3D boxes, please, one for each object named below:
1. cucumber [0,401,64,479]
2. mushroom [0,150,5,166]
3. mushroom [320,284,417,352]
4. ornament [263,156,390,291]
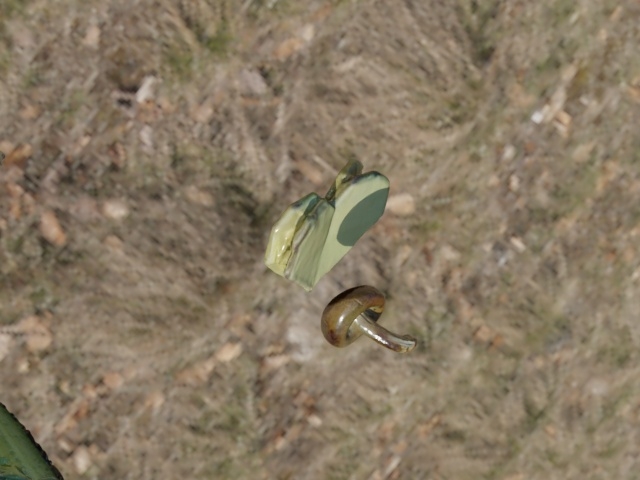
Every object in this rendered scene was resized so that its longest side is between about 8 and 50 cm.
[{"bbox_3d":[-0.417,0.255,1.499,0.086,0.193,0.115,-47,164,32],"label":"cucumber"},{"bbox_3d":[-0.599,-0.114,1.776,0.290,0.292,0.292,27,103,-39],"label":"mushroom"},{"bbox_3d":[0.055,0.098,1.460,0.129,0.073,0.088,28,102,-29],"label":"mushroom"},{"bbox_3d":[0.000,0.000,1.548,0.201,0.059,0.180,-36,152,-43],"label":"ornament"}]
